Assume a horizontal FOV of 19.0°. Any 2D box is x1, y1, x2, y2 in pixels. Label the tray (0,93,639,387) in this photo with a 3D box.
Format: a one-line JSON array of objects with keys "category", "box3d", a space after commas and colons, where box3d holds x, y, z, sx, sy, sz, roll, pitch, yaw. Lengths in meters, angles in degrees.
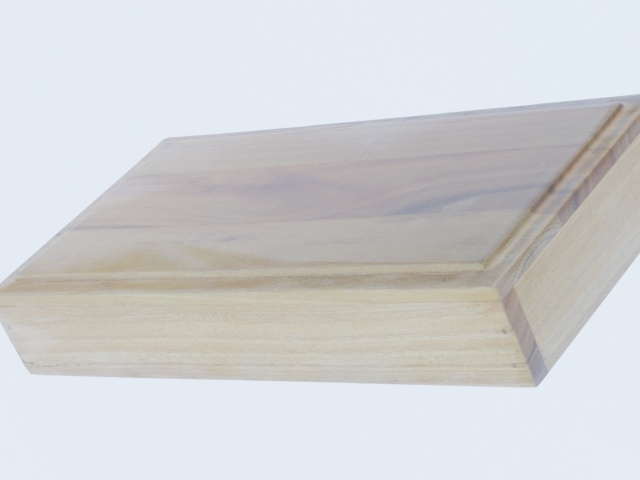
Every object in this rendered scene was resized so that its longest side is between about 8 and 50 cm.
[{"category": "tray", "box3d": [0.000, 0.000, 1.192, 0.411, 0.203, 0.076, -1, -57, 40]}]
